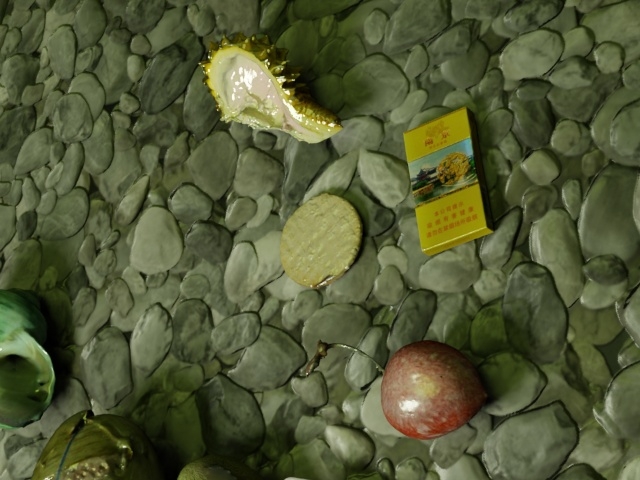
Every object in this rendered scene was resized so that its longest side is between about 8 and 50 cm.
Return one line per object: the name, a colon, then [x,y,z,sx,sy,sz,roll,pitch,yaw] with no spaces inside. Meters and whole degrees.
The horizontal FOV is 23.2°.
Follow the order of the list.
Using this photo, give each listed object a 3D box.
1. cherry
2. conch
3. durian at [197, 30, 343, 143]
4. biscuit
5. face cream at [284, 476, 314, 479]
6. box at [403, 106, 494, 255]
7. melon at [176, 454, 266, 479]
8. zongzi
cherry: [0.079,0.159,1.682,0.226,0.090,0.107,0,80,38]
conch: [-0.416,0.147,2.027,0.176,0.122,0.188,9,80,17]
durian: [-0.046,-0.185,1.905,0.224,0.078,0.140,28,135,28]
biscuit: [0.000,0.000,1.845,0.120,0.015,0.120,-14,65,32]
face cream: [0.009,0.392,1.648,0.154,0.096,0.273,5,69,17]
box: [0.144,-0.067,1.763,0.087,0.023,0.155,-24,60,31]
melon: [-0.095,0.304,1.749,0.162,0.099,0.099,35,95,34]
zongzi: [-0.346,0.392,1.795,0.393,0.174,0.356,-15,58,6]
